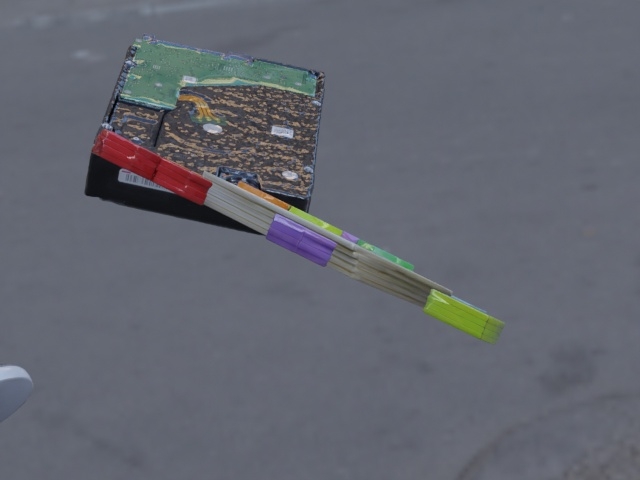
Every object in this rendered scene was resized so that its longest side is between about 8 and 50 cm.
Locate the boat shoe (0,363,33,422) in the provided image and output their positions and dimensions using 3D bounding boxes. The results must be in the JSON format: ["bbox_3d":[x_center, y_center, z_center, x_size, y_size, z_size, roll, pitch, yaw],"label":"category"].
[{"bbox_3d":[-0.411,0.172,1.872,0.228,0.080,0.076,-27,56,-10],"label":"boat shoe"}]

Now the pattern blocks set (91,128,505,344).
[{"bbox_3d":[0.000,0.000,1.285,0.285,0.026,0.325,26,0,14],"label":"pattern blocks set"}]

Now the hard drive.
[{"bbox_3d":[-0.120,-0.121,2.028,0.237,0.064,0.339,12,29,-4],"label":"hard drive"}]
